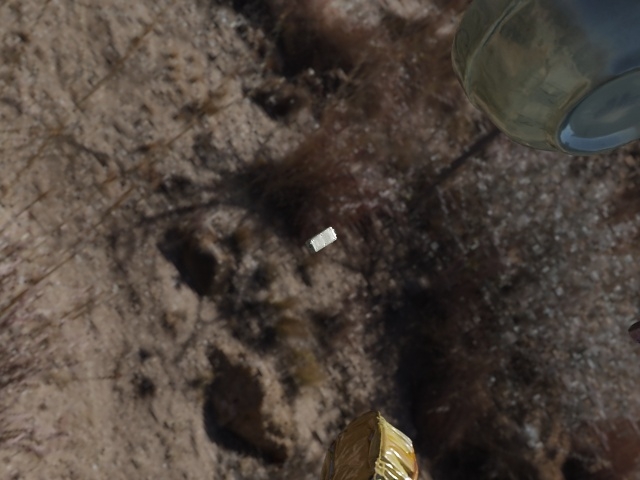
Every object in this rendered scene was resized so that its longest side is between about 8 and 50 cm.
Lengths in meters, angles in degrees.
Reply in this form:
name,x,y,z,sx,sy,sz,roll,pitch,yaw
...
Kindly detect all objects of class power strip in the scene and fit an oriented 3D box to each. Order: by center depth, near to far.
name,x,y,z,sx,sy,sz,roll,pitch,yaw
power strip,0.000,0.000,1.806,0.083,0.017,0.027,-32,96,-47

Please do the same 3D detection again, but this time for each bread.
name,x,y,z,sx,sy,sz,roll,pitch,yaw
bread,0.075,0.347,1.414,0.114,0.132,0.190,42,23,-18

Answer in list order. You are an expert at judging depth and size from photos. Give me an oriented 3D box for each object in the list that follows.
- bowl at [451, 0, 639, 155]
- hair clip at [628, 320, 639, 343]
name,x,y,z,sx,sy,sz,roll,pitch,yaw
bowl,0.313,-0.209,1.091,0.307,0.307,0.163,27,40,-55
hair clip,0.491,0.080,1.200,0.056,0.187,0.146,61,-3,13
